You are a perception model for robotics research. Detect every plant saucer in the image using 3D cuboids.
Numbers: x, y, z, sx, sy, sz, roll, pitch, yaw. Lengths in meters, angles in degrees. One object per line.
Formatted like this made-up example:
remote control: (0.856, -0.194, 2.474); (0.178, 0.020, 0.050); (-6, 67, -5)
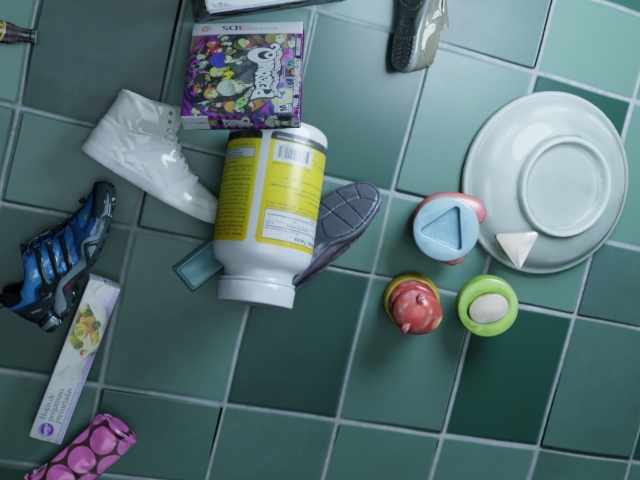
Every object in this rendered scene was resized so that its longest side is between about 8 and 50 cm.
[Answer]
plant saucer: (0.503, -0.117, 1.753); (0.401, 0.100, 0.400); (-3, 100, -15)
plant saucer: (-0.199, 0.021, 1.630); (0.192, 0.018, 0.067); (-39, 107, -7)

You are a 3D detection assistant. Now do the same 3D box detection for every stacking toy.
stacking toy: (0.290, 0.069, 1.663); (0.280, 0.130, 0.308); (15, 100, 1)

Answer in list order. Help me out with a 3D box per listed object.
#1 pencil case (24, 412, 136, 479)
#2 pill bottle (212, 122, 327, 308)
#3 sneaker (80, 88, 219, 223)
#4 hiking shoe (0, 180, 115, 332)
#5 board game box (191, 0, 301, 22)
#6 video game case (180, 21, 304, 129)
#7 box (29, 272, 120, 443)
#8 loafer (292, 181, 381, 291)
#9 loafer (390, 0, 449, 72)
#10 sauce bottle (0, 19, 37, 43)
pencil case: (-0.463, 0.424, 1.589); (0.209, 0.095, 0.098); (-42, 91, -8)
pill bottle: (-0.099, -0.046, 1.522); (0.188, 0.188, 0.333); (11, 82, -16)
sneaker: (-0.275, -0.163, 1.533); (0.293, 0.108, 0.169); (32, 93, -16)
hiking shoe: (-0.479, 0.018, 1.504); (0.132, 0.113, 0.304); (27, 91, -18)
board game box: (-0.073, -0.451, 1.496); (0.305, 0.193, 0.053); (-12, 102, -13)
video game case: (-0.136, -0.300, 1.484); (0.210, 0.041, 0.232); (0, 59, 4)
box: (-0.468, 0.224, 1.565); (0.063, 0.067, 0.323); (21, 94, -16)
loafer: (0.000, 0.000, 1.654); (0.302, 0.095, 0.109); (-42, 69, -8)
loafer: (0.208, -0.456, 1.634); (0.087, 0.094, 0.251); (2, 109, -40)
sauce bottle: (-0.570, -0.371, 1.454); (0.128, 0.042, 0.042); (3, 98, -16)
